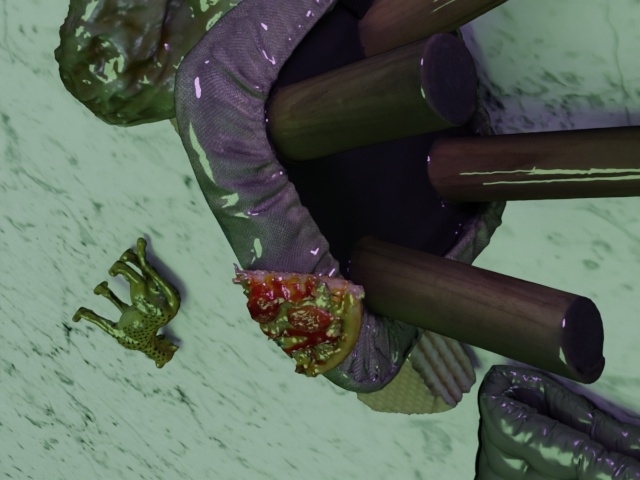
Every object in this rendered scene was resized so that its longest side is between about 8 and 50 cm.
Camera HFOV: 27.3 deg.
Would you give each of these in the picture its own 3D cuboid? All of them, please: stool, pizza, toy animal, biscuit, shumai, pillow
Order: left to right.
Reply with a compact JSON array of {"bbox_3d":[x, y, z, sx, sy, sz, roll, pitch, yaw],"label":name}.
[{"bbox_3d":[-0.219,0.084,1.670,0.136,0.073,0.181,38,134,-6],"label":"toy animal"},{"bbox_3d":[-0.097,-0.179,1.142,0.222,0.225,0.261,31,169,-10],"label":"shumai"},{"bbox_3d":[-0.012,0.065,0.917,0.100,0.029,0.099,11,132,25],"label":"pizza"},{"bbox_3d":[0.000,0.000,1.335,0.144,0.078,0.426,-8,120,50],"label":"biscuit"},{"bbox_3d":[0.095,-0.079,0.964,0.226,0.310,0.310,-8,123,41],"label":"stool"},{"bbox_3d":[0.298,0.272,1.314,0.326,0.101,0.228,23,138,25],"label":"pillow"}]
